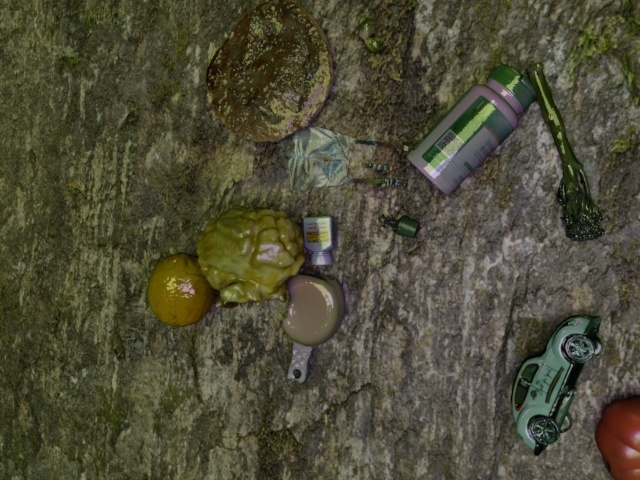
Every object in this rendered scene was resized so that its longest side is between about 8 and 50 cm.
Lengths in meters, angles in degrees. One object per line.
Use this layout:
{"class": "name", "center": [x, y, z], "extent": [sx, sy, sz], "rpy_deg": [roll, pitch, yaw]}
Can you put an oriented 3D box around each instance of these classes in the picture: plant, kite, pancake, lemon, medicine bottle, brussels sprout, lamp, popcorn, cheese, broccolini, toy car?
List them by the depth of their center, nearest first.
{"class": "lamp", "center": [0.638, 0.400, 0.915], "extent": [0.187, 0.164, 0.188], "rpy_deg": [1, 94, 19]}
{"class": "toy car", "center": [0.479, 0.285, 0.985], "extent": [0.125, 0.136, 0.306], "rpy_deg": [22, 97, 38]}
{"class": "broccolini", "center": [0.497, -0.185, 0.992], "extent": [0.078, 0.074, 0.392], "rpy_deg": [-20, 87, 11]}
{"class": "medicine bottle", "center": [0.324, -0.237, 1.020], "extent": [0.133, 0.133, 0.274], "rpy_deg": [45, 105, 12]}
{"class": "plant", "center": [0.180, -0.040, 1.116], "extent": [0.102, 0.051, 0.051], "rpy_deg": [21, 98, 22]}
{"class": "popcorn", "center": [-0.165, 0.033, 1.123], "extent": [0.270, 0.224, 0.258], "rpy_deg": [-46, 47, 15]}
{"class": "brussels sprout", "center": [0.117, -0.482, 1.127], "extent": [0.051, 0.046, 0.083], "rpy_deg": [-23, 85, 24]}
{"class": "kite", "center": [0.060, -0.207, 1.170], "extent": [0.309, 0.015, 0.169], "rpy_deg": [3, 91, 19]}
{"class": "medicine bottle", "center": [0.000, 0.000, 1.174], "extent": [0.074, 0.055, 0.118], "rpy_deg": [-1, 91, 17]}
{"class": "cheese", "center": [-0.034, 0.216, 1.178], "extent": [0.163, 0.082, 0.286], "rpy_deg": [17, 98, 19]}
{"class": "pancake", "center": [-0.131, -0.416, 1.205], "extent": [0.356, 0.065, 0.356], "rpy_deg": [0, 90, 19]}
{"class": "lemon", "center": [-0.359, 0.129, 1.238], "extent": [0.180, 0.180, 0.193], "rpy_deg": [-10, 88, 18]}
